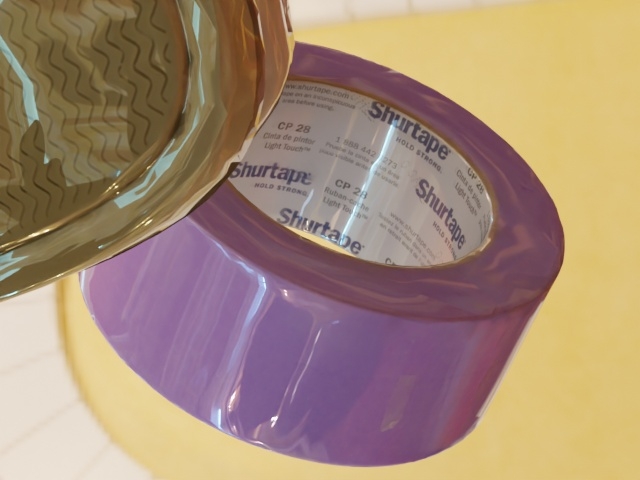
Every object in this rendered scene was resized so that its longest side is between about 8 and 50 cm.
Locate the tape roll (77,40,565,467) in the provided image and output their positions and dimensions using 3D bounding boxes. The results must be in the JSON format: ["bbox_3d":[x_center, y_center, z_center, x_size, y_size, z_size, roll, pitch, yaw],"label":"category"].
[{"bbox_3d":[0.000,0.000,0.779,0.189,0.189,0.080,-68,1,-57],"label":"tape roll"}]

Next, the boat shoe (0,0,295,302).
[{"bbox_3d":[-0.126,-0.036,0.440,0.103,0.302,0.113,-21,-77,-57],"label":"boat shoe"}]
